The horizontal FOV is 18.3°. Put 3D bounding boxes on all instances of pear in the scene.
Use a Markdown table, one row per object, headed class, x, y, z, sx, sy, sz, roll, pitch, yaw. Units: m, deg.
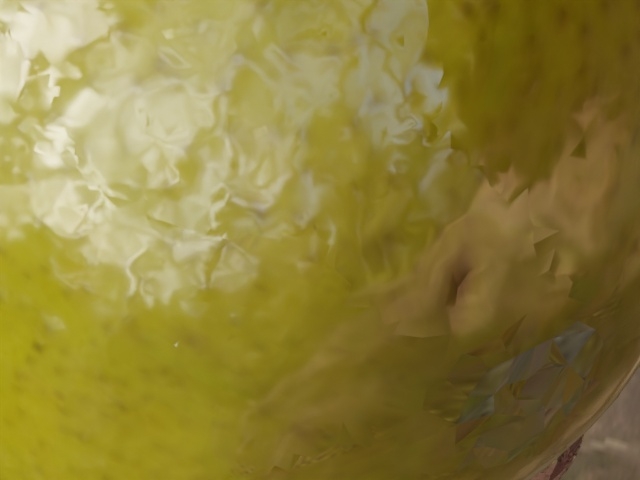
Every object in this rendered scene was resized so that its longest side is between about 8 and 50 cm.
| class | x | y | z | sx | sy | sz | roll | pitch | yaw |
| --- | --- | --- | --- | --- | --- | --- | --- | --- | --- |
| pear | 0.000 | 0.000 | 0.687 | 0.340 | 0.386 | 0.191 | -4 | 38 | -41 |

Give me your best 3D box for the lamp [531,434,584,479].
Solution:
| class | x | y | z | sx | sy | sz | roll | pitch | yaw |
| --- | --- | --- | --- | --- | --- | --- | --- | --- | --- |
| lamp | 0.104 | 0.082 | 1.403 | 0.180 | 0.258 | 0.180 | -7 | 28 | 4 |
